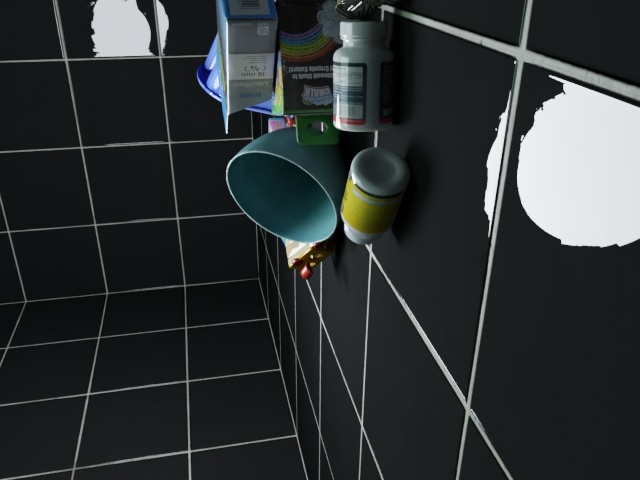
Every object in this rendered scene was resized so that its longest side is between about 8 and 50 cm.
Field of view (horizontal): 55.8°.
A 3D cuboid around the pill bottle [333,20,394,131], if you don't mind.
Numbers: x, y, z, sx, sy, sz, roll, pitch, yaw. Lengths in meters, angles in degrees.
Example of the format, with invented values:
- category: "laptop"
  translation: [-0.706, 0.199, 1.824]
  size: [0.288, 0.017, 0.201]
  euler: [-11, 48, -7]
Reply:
- category: "pill bottle"
  translation: [0.076, -0.288, 1.058]
  size: [0.108, 0.108, 0.180]
  euler: [-120, 28, -66]

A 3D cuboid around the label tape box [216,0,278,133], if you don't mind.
- category: "label tape box"
  translation: [-0.167, -0.431, 1.307]
  size: [0.333, 0.106, 0.240]
  euler: [104, 157, -61]

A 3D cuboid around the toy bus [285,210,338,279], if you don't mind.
- category: "toy bus"
  translation: [-0.008, 0.001, 1.625]
  size: [0.202, 0.104, 0.190]
  euler: [30, 105, 54]

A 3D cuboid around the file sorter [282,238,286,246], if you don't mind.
- category: "file sorter"
  translation: [-0.059, -0.052, 1.837]
  size: [0.170, 0.118, 0.104]
  euler: [-127, 37, -70]

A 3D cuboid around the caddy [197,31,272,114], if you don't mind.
- category: "caddy"
  translation: [-0.206, -0.502, 1.874]
  size: [0.241, 0.341, 0.179]
  euler: [-104, 31, -41]

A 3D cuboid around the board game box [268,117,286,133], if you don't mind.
- category: "board game box"
  translation: [-0.148, -0.286, 2.319]
  size: [0.316, 0.064, 0.242]
  euler: [-106, 16, -46]

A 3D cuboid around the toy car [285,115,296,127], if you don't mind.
- category: "toy car"
  translation: [-0.078, -0.319, 1.981]
  size: [0.239, 0.053, 0.225]
  euler: [-109, 17, -52]

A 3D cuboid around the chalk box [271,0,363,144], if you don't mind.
- category: "chalk box"
  translation: [-0.013, -0.352, 1.295]
  size: [0.179, 0.180, 0.288]
  euler: [-133, 40, -73]

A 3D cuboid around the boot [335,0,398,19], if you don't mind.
- category: "boot"
  translation: [0.096, -0.482, 0.972]
  size: [0.190, 0.076, 0.208]
  euler: [-1, 72, 50]

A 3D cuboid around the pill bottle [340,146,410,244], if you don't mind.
- category: "pill bottle"
  translation: [0.092, -0.072, 1.083]
  size: [0.184, 0.103, 0.103]
  euler: [102, 160, -56]

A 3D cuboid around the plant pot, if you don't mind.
- category: "plant pot"
  translation: [-0.053, -0.162, 1.460]
  size: [0.290, 0.290, 0.195]
  euler: [101, -164, -55]
